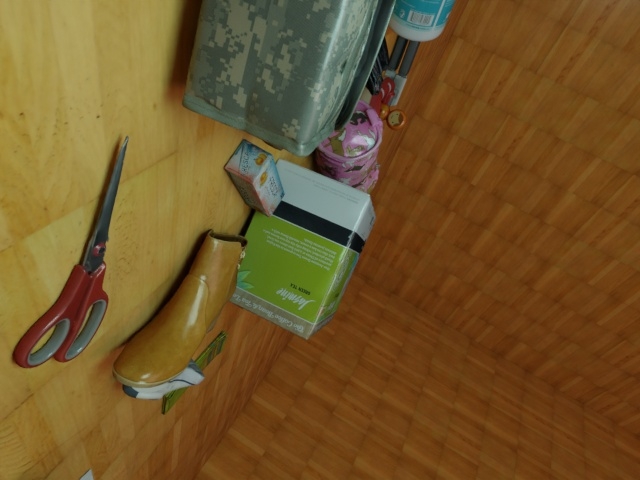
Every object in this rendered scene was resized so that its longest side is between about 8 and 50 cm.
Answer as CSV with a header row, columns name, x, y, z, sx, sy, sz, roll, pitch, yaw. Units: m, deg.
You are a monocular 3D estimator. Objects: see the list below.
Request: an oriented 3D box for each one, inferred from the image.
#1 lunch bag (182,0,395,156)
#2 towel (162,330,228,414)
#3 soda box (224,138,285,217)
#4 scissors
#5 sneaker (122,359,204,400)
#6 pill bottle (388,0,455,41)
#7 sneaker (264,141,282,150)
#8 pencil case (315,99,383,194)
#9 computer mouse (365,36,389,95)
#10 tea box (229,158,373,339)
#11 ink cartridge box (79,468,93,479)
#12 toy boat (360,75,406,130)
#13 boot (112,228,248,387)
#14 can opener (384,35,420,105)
name,x,y,z,sx,sy,sz,roll,pitch,yaw
lunch bag,-0.011,-0.257,0.491,0.287,0.168,0.235,-60,172,-62
towel,-0.332,0.352,1.102,0.237,0.021,0.102,-49,165,-49
soda box,-0.112,-0.105,0.740,0.063,0.058,0.183,-58,172,-12
scissors,-0.258,0.022,0.477,0.297,0.021,0.109,-62,168,6
sneaker,-0.305,0.259,0.802,0.091,0.094,0.258,-39,162,-12
pill bottle,0.240,-0.584,0.880,0.146,0.146,0.264,-55,170,-29
sneaker,-0.075,-0.196,0.661,0.066,0.071,0.188,-54,-165,13
pencil case,0.078,-0.223,1.102,0.167,0.160,0.386,-58,170,-4
computer mouse,0.074,-0.372,0.775,0.272,0.072,0.189,-58,132,-61
tea box,-0.030,0.025,0.989,0.324,0.219,0.329,-66,169,1
ink cartridge box,-0.502,0.548,0.785,0.145,0.045,0.179,-43,142,-61
toy boat,0.183,-0.375,1.210,0.231,0.151,0.151,-51,167,-46
boot,-0.219,0.091,0.692,0.295,0.104,0.211,-46,159,-75
can opener,0.242,-0.537,1.270,0.093,0.074,0.280,-50,167,-43
